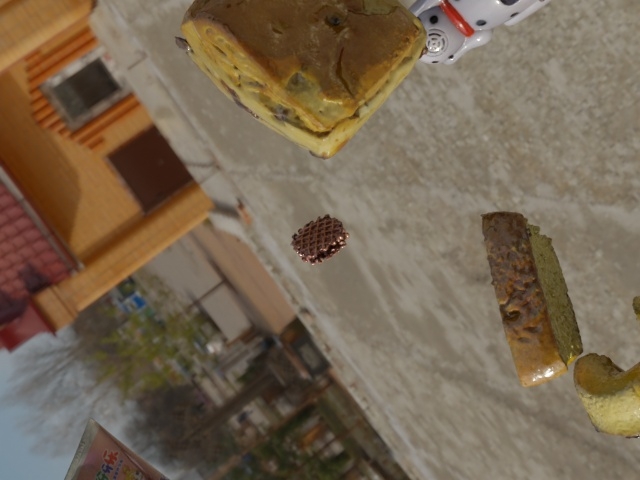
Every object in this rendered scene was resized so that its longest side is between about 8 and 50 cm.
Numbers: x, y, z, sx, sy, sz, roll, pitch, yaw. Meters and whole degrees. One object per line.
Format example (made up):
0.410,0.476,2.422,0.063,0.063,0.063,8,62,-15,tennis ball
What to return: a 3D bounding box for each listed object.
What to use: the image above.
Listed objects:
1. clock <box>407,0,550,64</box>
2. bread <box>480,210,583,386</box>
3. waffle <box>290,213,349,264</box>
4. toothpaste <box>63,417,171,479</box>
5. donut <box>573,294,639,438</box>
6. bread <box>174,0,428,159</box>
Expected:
0.241,-0.397,1.642,0.189,0.254,0.189,39,-155,-23,clock
0.223,0.059,1.029,0.103,0.065,0.188,14,-121,-57,bread
0.000,0.000,1.324,0.083,0.075,0.029,32,159,52,waffle
-0.170,0.244,0.942,0.042,0.067,0.194,-5,143,36,toothpaste
0.349,0.126,1.021,0.078,0.181,0.146,52,174,-16,donut
-0.020,-0.225,1.066,0.235,0.210,0.099,36,156,10,bread
